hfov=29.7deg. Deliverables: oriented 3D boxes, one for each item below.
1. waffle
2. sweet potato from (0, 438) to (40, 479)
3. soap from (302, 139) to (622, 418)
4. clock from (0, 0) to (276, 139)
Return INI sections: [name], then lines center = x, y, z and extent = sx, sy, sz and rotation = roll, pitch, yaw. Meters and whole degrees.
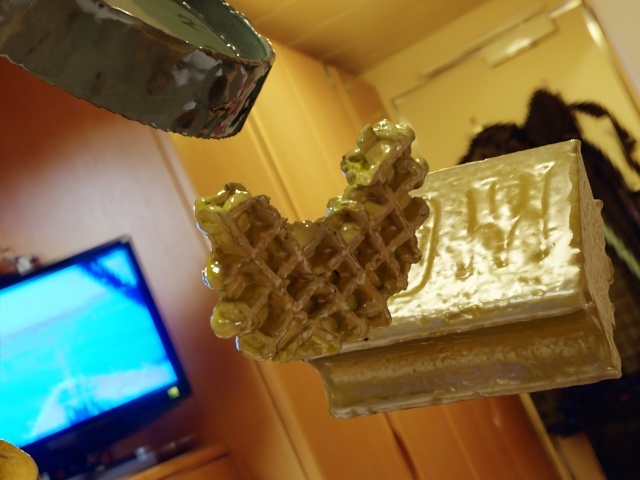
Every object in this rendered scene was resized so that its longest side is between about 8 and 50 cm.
[waffle]
center = -0.002, 0.000, 0.799
extent = 0.194, 0.149, 0.051
rotation = -12, 13, -41
[sweet potato]
center = -0.235, 0.263, 0.965
extent = 0.077, 0.244, 0.077
rotation = -7, 29, 4
[soap]
center = 0.162, 0.043, 1.375
extent = 0.335, 0.156, 0.293
rotation = -12, 39, 22
[clock]
center = -0.119, -0.125, 0.577
extent = 0.042, 0.215, 0.215
rotation = -57, -19, 16
